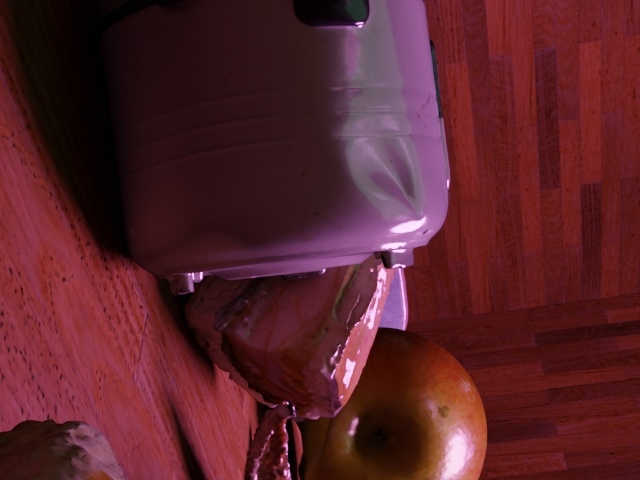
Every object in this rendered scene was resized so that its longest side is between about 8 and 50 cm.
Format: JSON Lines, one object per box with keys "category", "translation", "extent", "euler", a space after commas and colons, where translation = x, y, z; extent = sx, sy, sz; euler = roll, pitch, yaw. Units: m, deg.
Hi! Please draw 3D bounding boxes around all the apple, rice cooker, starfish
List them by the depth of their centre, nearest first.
{"category": "rice cooker", "translation": [-0.029, -0.092, 0.642], "extent": [0.226, 0.226, 0.244], "euler": [-4, 83, -84]}
{"category": "starfish", "translation": [-0.038, 0.237, 0.745], "extent": [0.293, 0.084, 0.301], "euler": [76, 13, -58]}
{"category": "apple", "translation": [0.055, 0.212, 1.063], "extent": [0.226, 0.246, 0.246], "euler": [3, 79, -83]}

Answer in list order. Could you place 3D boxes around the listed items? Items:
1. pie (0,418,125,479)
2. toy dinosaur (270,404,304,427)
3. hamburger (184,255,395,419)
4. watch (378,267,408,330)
{"category": "pie", "translation": [-0.083, 0.192, 0.352], "extent": [0.201, 0.090, 0.247], "euler": [-29, 107, -80]}
{"category": "toy dinosaur", "translation": [-0.043, 0.155, 1.037], "extent": [0.106, 0.044, 0.187], "euler": [-108, -166, -61]}
{"category": "hamburger", "translation": [-0.009, 0.028, 0.803], "extent": [0.155, 0.135, 0.207], "euler": [86, 25, -66]}
{"category": "watch", "translation": [0.000, 0.000, 1.228], "extent": [0.241, 0.162, 0.253], "euler": [-114, -167, -62]}
